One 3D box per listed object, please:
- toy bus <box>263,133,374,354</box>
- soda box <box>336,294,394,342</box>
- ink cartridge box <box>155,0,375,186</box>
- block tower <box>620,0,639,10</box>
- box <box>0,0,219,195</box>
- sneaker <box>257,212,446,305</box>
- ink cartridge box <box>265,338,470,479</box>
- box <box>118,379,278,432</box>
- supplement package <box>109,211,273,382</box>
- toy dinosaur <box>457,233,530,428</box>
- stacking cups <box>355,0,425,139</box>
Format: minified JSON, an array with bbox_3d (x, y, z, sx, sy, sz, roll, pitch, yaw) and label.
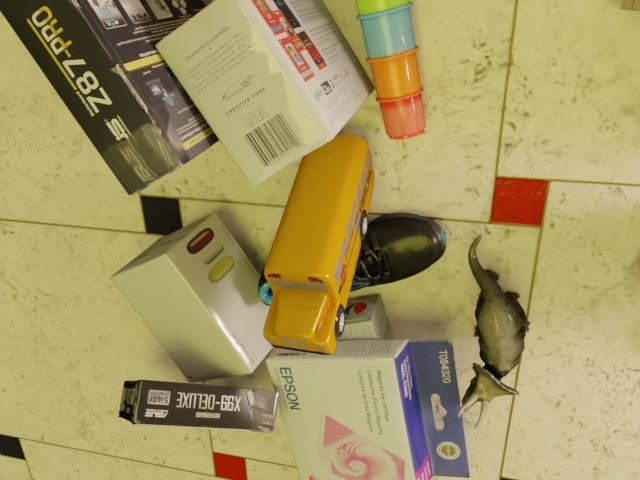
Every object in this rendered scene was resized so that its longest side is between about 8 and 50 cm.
[{"bbox_3d":[0.000,0.000,0.878,0.108,0.332,0.130,6,147,17],"label":"toy bus"},{"bbox_3d":[0.105,0.252,1.098,0.091,0.098,0.286,-12,111,22],"label":"soda box"},{"bbox_3d":[-0.069,-0.262,0.777,0.130,0.309,0.271,-27,105,25],"label":"ink cartridge box"},{"bbox_3d":[0.519,-0.285,0.622,0.335,0.091,0.097,39,133,48],"label":"block tower"},{"bbox_3d":[-0.219,-0.275,0.765,0.097,0.395,0.318,-26,107,23],"label":"box"},{"bbox_3d":[0.051,0.050,0.992,0.341,0.139,0.125,-15,108,20],"label":"sneaker"},{"bbox_3d":[0.091,0.332,1.048,0.330,0.071,0.324,-5,114,20],"label":"ink cartridge box"},{"bbox_3d":[-0.246,0.315,1.094,0.243,0.076,0.307,12,162,-22],"label":"box"},{"bbox_3d":[-0.222,0.114,1.067,0.204,0.145,0.262,-20,110,42],"label":"supplement package"},{"bbox_3d":[0.302,0.145,0.956,0.121,0.160,0.313,4,115,12],"label":"toy dinosaur"},{"bbox_3d":[0.104,-0.307,0.832,0.096,0.096,0.316,-9,113,19],"label":"stacking cups"}]
